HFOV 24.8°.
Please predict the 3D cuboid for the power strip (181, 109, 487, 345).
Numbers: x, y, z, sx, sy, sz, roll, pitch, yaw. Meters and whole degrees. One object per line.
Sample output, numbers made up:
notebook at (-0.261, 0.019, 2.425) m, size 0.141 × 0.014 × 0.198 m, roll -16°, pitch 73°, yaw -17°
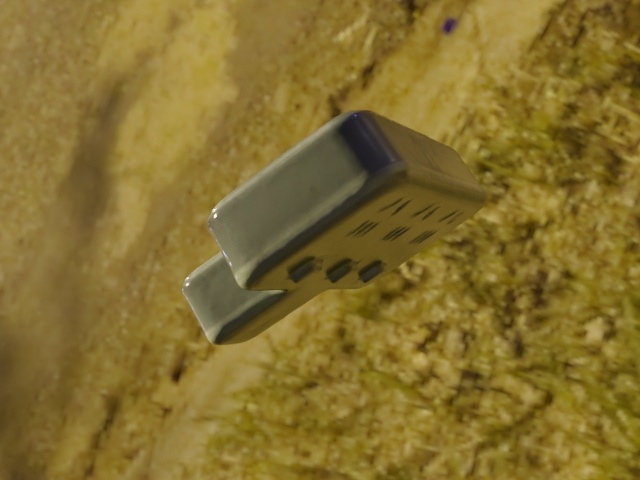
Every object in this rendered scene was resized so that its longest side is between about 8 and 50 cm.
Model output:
power strip at (0.000, 0.001, 0.966) m, size 0.193 × 0.265 × 0.059 m, roll -35°, pitch 78°, yaw 14°
